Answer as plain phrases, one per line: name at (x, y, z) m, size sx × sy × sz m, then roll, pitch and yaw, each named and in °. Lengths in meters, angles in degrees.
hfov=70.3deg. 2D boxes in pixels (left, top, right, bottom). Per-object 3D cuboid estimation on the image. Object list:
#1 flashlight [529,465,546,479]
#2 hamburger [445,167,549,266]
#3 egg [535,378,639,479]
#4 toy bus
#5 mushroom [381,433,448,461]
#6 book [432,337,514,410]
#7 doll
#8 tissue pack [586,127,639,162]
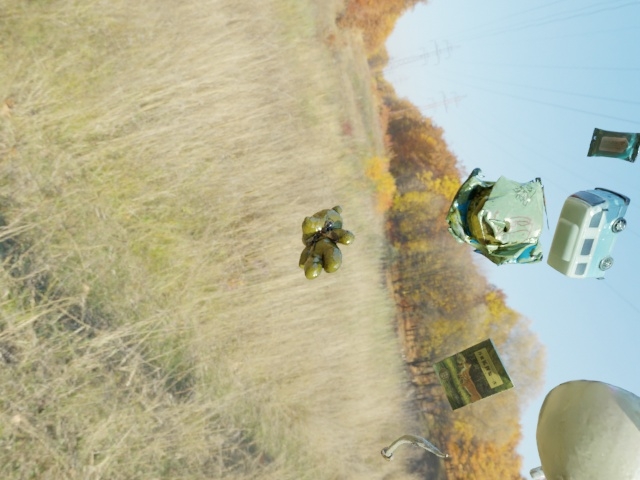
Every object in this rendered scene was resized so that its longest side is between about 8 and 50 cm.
flashlight at (0.817, 0.796, 1.581) m, size 0.200 × 0.093 × 0.047 m, roll -55°, pitch -135°, yaw 46°
hamburger at (0.495, -0.057, 1.252) m, size 0.150 × 0.276 × 0.260 m, roll -59°, pitch 159°, yaw -77°
egg at (0.615, 0.488, 0.985) m, size 0.201 × 0.337 × 0.337 m, roll -43°, pitch 130°, yaw -32°
toy bus at (0.815, -0.021, 1.407) m, size 0.133 × 0.165 × 0.271 m, roll -122°, pitch -147°, yaw -63°
mushroom at (0.260, 0.602, 1.321) m, size 0.068 × 0.043 × 0.306 m, roll 46°, pitch -37°, yaw 3°
book at (0.488, 0.434, 1.467) m, size 0.024 × 0.228 × 0.160 m, roll 7°, pitch 54°, yaw -47°
doll at (0.000, 0.000, 0.978) m, size 0.097 × 0.137 × 0.209 m, roll 47°, pitch 18°, yaw -24°
tissue pack at (0.824, -0.266, 1.274) m, size 0.138 × 0.028 × 0.085 m, roll 31°, pitch -62°, yaw 53°
